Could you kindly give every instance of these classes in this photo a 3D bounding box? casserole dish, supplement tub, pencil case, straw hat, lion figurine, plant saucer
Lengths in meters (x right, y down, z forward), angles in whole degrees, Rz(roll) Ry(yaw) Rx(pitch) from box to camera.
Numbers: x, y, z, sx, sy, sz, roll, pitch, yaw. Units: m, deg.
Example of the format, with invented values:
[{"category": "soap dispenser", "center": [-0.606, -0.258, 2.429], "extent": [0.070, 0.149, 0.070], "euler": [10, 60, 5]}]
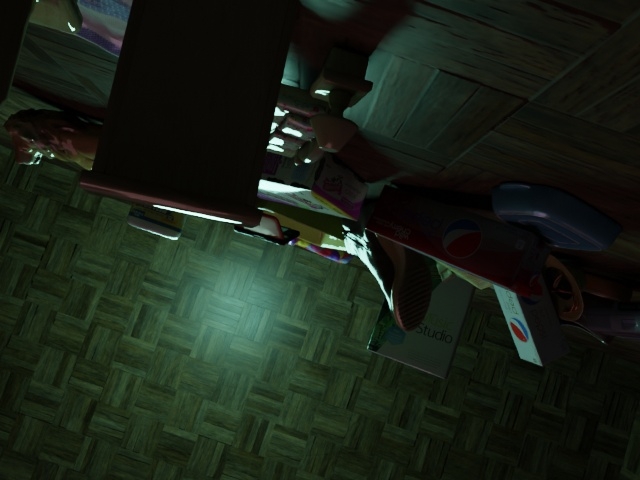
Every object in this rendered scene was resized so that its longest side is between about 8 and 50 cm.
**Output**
[{"category": "casserole dish", "center": [0.307, -0.026, 0.667], "extent": [0.189, 0.036, 0.114], "euler": [23, 173, -27]}, {"category": "supplement tub", "center": [-0.417, -0.115, 1.354], "extent": [0.145, 0.199, 0.144], "euler": [18, 175, 2]}, {"category": "pencil case", "center": [0.000, 0.000, 1.623], "extent": [0.237, 0.104, 0.104], "euler": [20, 174, -22]}, {"category": "straw hat", "center": [0.461, 0.075, 0.950], "extent": [0.061, 0.144, 0.144], "euler": [-22, -177, -11]}, {"category": "lion figurine", "center": [-0.494, -0.214, 1.153], "extent": [0.393, 0.142, 0.240], "euler": [2, 162, 17]}, {"category": "plant saucer", "center": [-0.045, -0.059, 1.288], "extent": [0.333, 0.080, 0.333], "euler": [21, 174, -28]}]

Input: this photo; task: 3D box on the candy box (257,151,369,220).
[{"category": "candy box", "center": [-0.055, -0.109, 0.879], "extent": [0.234, 0.071, 0.159], "euler": [14, 172, 35]}]

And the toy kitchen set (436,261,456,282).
[{"category": "toy kitchen set", "center": [0.341, 0.060, 1.259], "extent": [0.075, 0.083, 0.068], "euler": [22, 132, -28]}]

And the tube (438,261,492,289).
[{"category": "tube", "center": [0.281, 0.034, 1.031], "extent": [0.240, 0.062, 0.070], "euler": [30, -174, -20]}]

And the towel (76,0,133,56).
[{"category": "towel", "center": [-0.227, -0.235, 0.422], "extent": [0.209, 0.034, 0.285], "euler": [20, 174, -18]}]

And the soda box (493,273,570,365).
[{"category": "soda box", "center": [0.402, 0.128, 0.985], "extent": [0.069, 0.216, 0.074], "euler": [-22, -176, -12]}]

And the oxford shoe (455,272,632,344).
[{"category": "oxford shoe", "center": [0.440, 0.114, 1.075], "extent": [0.364, 0.132, 0.130], "euler": [15, 173, 37]}]

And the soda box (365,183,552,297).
[{"category": "soda box", "center": [0.201, -0.005, 0.775], "extent": [0.263, 0.083, 0.092], "euler": [25, -177, 43]}]

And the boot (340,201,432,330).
[{"category": "boot", "center": [0.123, 0.041, 1.013], "extent": [0.090, 0.248, 0.207], "euler": [-13, -167, -26]}]

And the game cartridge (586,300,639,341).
[{"category": "game cartridge", "center": [0.651, 0.144, 0.807], "extent": [0.230, 0.068, 0.355], "euler": [19, 167, -19]}]

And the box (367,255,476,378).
[{"category": "box", "center": [0.294, 0.199, 1.438], "extent": [0.233, 0.321, 0.058], "euler": [16, 169, 23]}]

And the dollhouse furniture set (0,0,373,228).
[{"category": "dollhouse furniture set", "center": [-0.140, -0.102, 0.491], "extent": [0.304, 0.173, 0.355], "euler": [13, 174, -15]}]

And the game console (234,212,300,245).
[{"category": "game console", "center": [-0.134, -0.049, 1.203], "extent": [0.144, 0.085, 0.124], "euler": [17, -155, 23]}]
